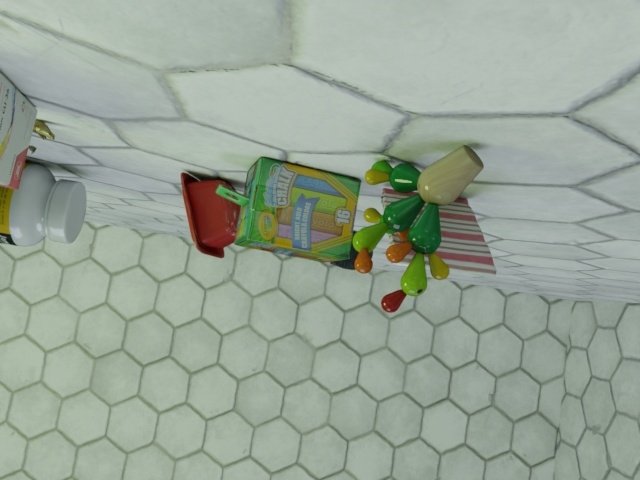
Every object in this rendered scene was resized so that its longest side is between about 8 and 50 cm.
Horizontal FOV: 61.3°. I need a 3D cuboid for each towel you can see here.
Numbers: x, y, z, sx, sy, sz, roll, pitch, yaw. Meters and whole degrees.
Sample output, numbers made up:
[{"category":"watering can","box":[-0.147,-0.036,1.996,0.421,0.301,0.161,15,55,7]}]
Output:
[{"category":"towel","box":[0.165,-0.013,0.791,0.144,0.029,0.197,7,-145,-4]}]

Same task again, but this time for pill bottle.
[{"category":"pill bottle","box":[-0.707,-0.089,1.183,0.334,0.187,0.188,10,174,-7]}]

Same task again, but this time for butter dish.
[{"category":"butter dish","box":[-0.188,-0.056,1.053,0.118,0.160,0.160,-15,171,7]}]

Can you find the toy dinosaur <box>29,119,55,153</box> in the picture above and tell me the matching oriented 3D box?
[{"category":"toy dinosaur","box":[-0.487,-0.171,0.812,0.183,0.053,0.092,3,160,-9]}]

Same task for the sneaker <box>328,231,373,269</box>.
[{"category":"sneaker","box":[0.000,0.000,1.503,0.319,0.112,0.131,16,-172,-33]}]

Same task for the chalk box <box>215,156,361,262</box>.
[{"category":"chalk box","box":[-0.062,-0.047,0.866,0.213,0.132,0.132,11,174,-15]}]

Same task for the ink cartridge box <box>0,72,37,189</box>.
[{"category":"ink cartridge box","box":[-0.400,-0.134,0.623,0.067,0.115,0.198,11,175,-11]}]

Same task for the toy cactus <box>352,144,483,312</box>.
[{"category":"toy cactus","box":[0.117,-0.034,0.638,0.112,0.219,0.180,33,125,-23]}]
